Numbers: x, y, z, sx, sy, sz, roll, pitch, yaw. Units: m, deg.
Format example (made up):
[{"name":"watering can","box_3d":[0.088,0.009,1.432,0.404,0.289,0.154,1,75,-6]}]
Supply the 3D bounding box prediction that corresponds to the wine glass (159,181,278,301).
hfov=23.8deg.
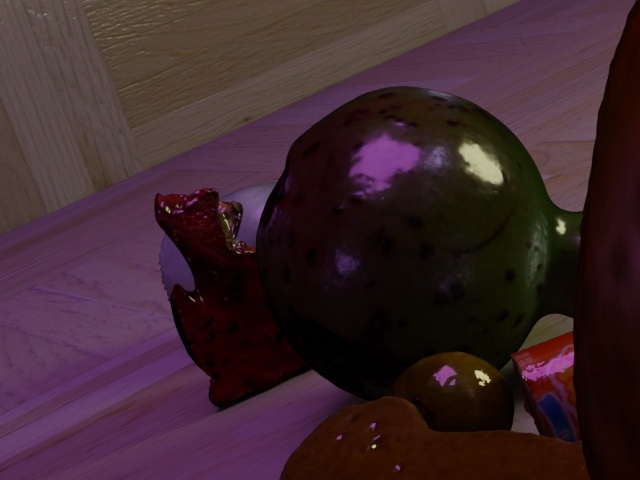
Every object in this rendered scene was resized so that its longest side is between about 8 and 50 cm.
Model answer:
[{"name":"wine glass","box_3d":[0.000,0.000,1.393,0.321,0.143,0.143,-11,16,36]}]

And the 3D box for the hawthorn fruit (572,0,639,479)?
[{"name":"hawthorn fruit","box_3d":[0.257,0.049,0.372,0.402,0.403,0.403,-19,13,5]}]

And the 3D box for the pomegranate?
[{"name":"pomegranate","box_3d":[0.106,0.000,1.112,0.306,0.242,0.242,-3,9,-16]}]

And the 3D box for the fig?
[{"name":"fig","box_3d":[0.091,0.107,0.981,0.082,0.084,0.098,35,39,30]}]

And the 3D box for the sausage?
[{"name":"sausage","box_3d":[0.255,0.056,0.946,0.274,0.074,0.074,-21,13,-2]}]

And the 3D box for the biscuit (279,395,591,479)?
[{"name":"biscuit","box_3d":[0.119,0.170,0.709,0.432,0.064,0.283,-8,29,39]}]

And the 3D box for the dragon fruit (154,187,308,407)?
[{"name":"dragon fruit","box_3d":[-0.087,0.038,1.274,0.122,0.192,0.092,-37,23,-6]}]
